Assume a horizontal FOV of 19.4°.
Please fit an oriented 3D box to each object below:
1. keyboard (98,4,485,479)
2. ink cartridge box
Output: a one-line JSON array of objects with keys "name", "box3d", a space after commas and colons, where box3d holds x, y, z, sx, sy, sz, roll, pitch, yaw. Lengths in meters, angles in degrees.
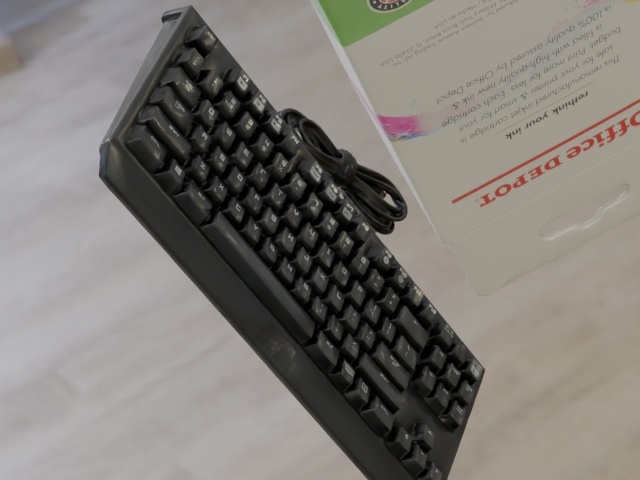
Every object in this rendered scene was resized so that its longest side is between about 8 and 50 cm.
[{"name": "keyboard", "box3d": [0.000, 0.000, 0.634, 0.023, 0.180, 0.108, -20, 33, 32]}, {"name": "ink cartridge box", "box3d": [0.119, -0.139, 1.246, 0.207, 0.353, 0.119, -28, 48, 1]}]
